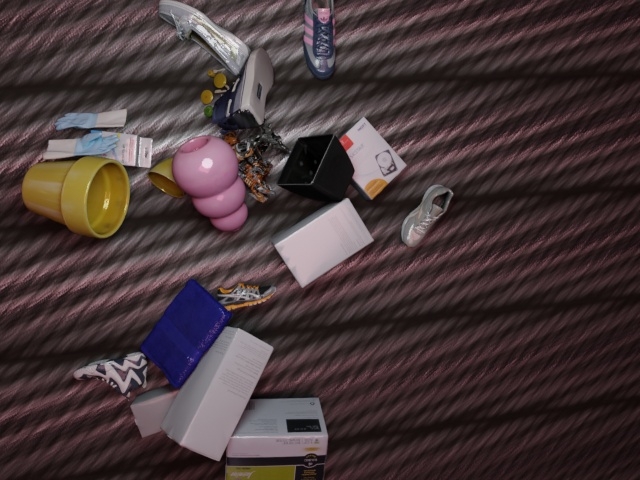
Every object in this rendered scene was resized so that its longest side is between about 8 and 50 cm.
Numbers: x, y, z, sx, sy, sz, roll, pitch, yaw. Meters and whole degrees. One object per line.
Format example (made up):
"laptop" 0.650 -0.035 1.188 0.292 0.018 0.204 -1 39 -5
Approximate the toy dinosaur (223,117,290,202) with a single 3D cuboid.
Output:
"toy dinosaur" -0.236 -0.292 1.633 0.219 0.164 0.321 -30 111 10

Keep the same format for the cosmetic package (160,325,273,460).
"cosmetic package" -0.338 0.480 1.583 0.156 0.217 0.384 35 70 -27

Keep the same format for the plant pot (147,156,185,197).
"plant pot" -0.489 -0.221 1.613 0.134 0.134 0.095 31 66 -11

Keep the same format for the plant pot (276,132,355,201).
"plant pot" -0.001 -0.223 1.607 0.167 0.188 0.187 35 72 -39

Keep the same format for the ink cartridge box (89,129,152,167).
"ink cartridge box" -0.656 -0.299 1.600 0.182 0.061 0.104 4 94 -9

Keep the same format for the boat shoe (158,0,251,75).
"boat shoe" -0.387 -0.664 1.583 0.321 0.118 0.103 29 86 -18

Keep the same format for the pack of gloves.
"pack of gloves" -0.741 -0.349 1.525 0.233 0.046 0.194 -5 58 -1

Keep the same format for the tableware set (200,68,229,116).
"tableware set" -0.357 -0.498 1.639 0.104 0.024 0.153 -1 93 21

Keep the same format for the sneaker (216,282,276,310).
"sneaker" -0.263 0.187 1.705 0.215 0.084 0.083 -13 93 -7

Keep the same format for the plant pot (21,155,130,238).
"plant pot" -0.769 -0.148 1.518 0.239 0.254 0.253 11 94 6

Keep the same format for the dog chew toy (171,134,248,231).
"dog chew toy" -0.336 -0.168 1.568 0.207 0.206 0.331 -25 128 -6

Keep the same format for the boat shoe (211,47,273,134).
"boat shoe" -0.258 -0.489 1.580 0.158 0.340 0.127 -11 140 22

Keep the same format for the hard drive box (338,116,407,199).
"hard drive box" 0.156 -0.287 1.722 0.181 0.089 0.232 -45 100 -3

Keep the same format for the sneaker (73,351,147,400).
"sneaker" -0.704 0.480 1.654 0.235 0.094 0.152 -11 89 -18

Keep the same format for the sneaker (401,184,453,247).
"sneaker" 0.387 -0.090 1.763 0.099 0.121 0.262 30 90 -10

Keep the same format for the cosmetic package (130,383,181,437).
"cosmetic package" -0.519 0.573 1.693 0.238 0.107 0.127 -15 97 -5

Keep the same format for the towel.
"towel" -0.452 0.310 1.647 0.228 0.076 0.308 37 92 27

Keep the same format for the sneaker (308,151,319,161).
"sneaker" -0.034 -0.317 1.706 0.070 0.051 0.134 40 93 -16

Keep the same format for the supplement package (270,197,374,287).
"supplement package" 0.000 0.000 1.680 0.293 0.175 0.177 -33 101 -5

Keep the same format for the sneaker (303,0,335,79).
"sneaker" -0.002 -0.711 1.631 0.112 0.131 0.318 -8 97 -9

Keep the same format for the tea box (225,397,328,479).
"tea box" -0.161 0.742 1.683 0.330 0.220 0.323 4 105 -10
